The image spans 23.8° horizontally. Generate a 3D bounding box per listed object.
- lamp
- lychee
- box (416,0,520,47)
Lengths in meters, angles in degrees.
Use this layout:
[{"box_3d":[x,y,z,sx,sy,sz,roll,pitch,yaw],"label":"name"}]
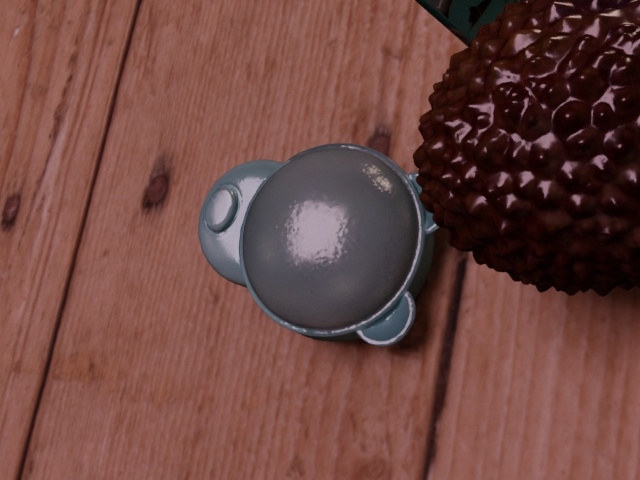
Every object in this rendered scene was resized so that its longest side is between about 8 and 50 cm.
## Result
[{"box_3d":[-0.006,-0.004,1.621,0.284,0.147,0.209,12,78,45],"label":"lamp"},{"box_3d":[0.244,-0.097,1.338,0.330,0.306,0.306,-18,50,-6],"label":"lychee"},{"box_3d":[0.164,-0.298,1.573,0.041,0.229,0.162,32,89,45],"label":"box"}]
